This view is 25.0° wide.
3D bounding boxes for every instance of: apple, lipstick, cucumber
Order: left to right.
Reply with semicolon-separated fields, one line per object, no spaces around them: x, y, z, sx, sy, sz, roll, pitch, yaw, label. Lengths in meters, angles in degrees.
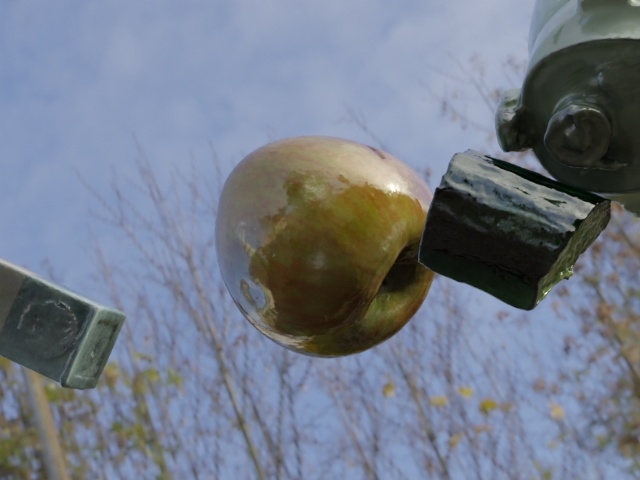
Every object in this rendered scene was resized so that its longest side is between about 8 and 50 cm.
-0.306;0.021;1.101;0.066;0.317;0.068;-67;-14;-3;lipstick
0.000;0.000;1.675;0.264;0.264;0.264;-14;-41;-13;apple
0.142;-0.015;1.049;0.116;0.115;0.062;-52;-24;-43;cucumber

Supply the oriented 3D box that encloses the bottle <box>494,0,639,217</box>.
0.270;-0.154;1.174;0.229;0.352;0.229;7;-65;15;bottle
